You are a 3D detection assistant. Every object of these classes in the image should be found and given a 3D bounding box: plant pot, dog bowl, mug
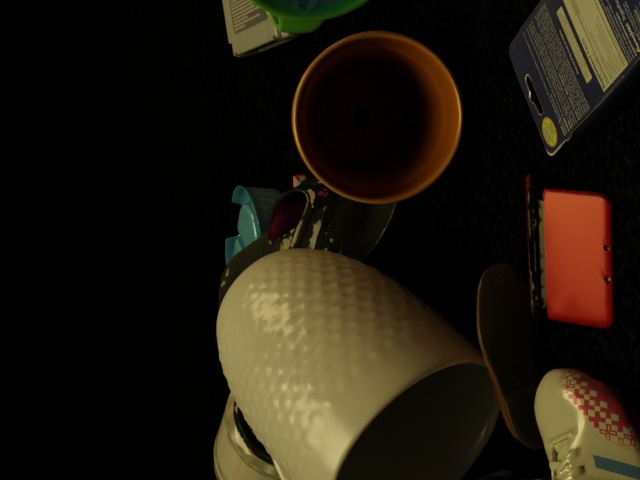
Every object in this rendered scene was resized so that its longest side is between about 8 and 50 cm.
[{"bbox_3d":[0.061,-0.156,1.438,0.188,0.205,0.205,-126,28,-81],"label":"plant pot"},{"bbox_3d":[-0.116,0.017,2.170,0.297,0.074,0.166,105,148,-49],"label":"dog bowl"},{"bbox_3d":[0.015,0.206,1.482,0.328,0.276,0.374,42,133,38],"label":"mug"}]

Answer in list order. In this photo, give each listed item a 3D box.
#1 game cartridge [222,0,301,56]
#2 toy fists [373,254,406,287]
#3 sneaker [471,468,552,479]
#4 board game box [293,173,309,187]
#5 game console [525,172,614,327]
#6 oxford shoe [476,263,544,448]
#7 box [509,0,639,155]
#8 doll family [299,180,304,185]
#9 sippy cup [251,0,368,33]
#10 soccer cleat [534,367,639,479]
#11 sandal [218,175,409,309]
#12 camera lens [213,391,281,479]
[{"bbox_3d":[-0.106,-0.427,1.944,0.297,0.062,0.198,-173,78,-70],"label":"game cartridge"},{"bbox_3d":[0.058,0.147,1.683,0.142,0.096,0.279,54,136,39],"label":"toy fists"},{"bbox_3d":[0.218,0.335,1.308,0.330,0.146,0.122,149,111,-68],"label":"sneaker"},{"bbox_3d":[-0.011,0.042,1.959,0.145,0.027,0.281,-131,35,-52],"label":"board game box"},{"bbox_3d":[0.262,0.008,1.204,0.124,0.085,0.144,-59,-34,-71],"label":"game console"},{"bbox_3d":[0.216,0.132,1.316,0.076,0.076,0.212,169,91,-80],"label":"oxford shoe"},{"bbox_3d":[0.255,-0.190,1.084,0.225,0.037,0.136,123,133,-61],"label":"box"},{"bbox_3d":[0.000,0.000,1.779,0.076,0.111,0.193,111,143,-56],"label":"doll family"},{"bbox_3d":[-0.024,-0.442,1.486,0.305,0.240,0.224,-42,39,23],"label":"sippy cup"},{"bbox_3d":[0.273,0.251,1.106,0.331,0.143,0.116,-122,28,-46],"label":"soccer cleat"},{"bbox_3d":[-0.033,0.008,1.654,0.446,0.107,0.167,-40,50,39],"label":"sandal"},{"bbox_3d":[-0.070,0.350,1.993,0.274,0.219,0.219,110,144,-55],"label":"camera lens"}]
